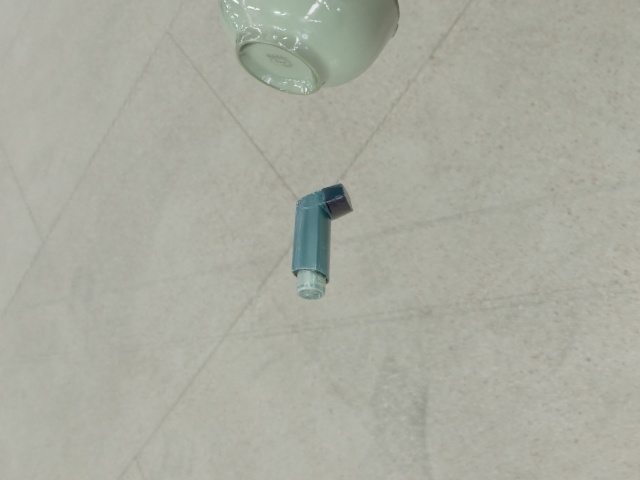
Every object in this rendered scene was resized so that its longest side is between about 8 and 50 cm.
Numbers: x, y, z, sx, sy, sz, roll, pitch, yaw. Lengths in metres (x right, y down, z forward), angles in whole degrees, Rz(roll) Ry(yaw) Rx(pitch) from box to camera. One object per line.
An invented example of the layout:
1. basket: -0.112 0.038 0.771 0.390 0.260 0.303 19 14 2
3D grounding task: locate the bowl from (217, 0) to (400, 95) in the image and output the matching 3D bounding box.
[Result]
1. bowl: -0.046 -0.396 1.405 0.354 0.354 0.185 7 69 43

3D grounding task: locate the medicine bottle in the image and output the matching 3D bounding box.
1. medicine bottle: 0.000 0.000 1.639 0.124 0.079 0.258 -4 61 17
